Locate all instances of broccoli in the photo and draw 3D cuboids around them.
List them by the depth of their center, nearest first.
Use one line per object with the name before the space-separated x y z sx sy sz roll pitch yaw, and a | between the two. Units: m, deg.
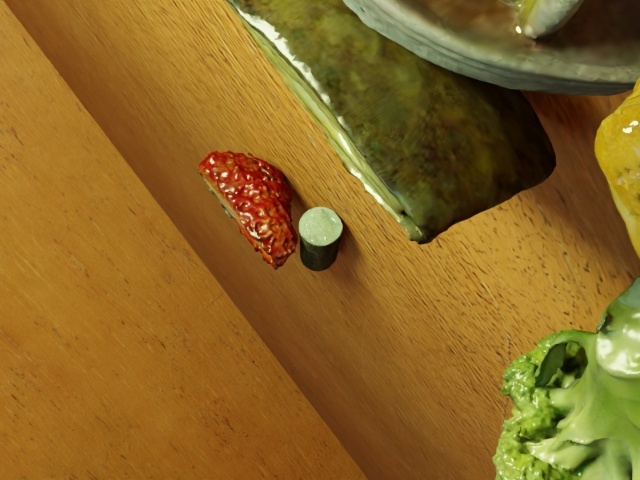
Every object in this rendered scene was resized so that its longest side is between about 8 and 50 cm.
broccoli | 0.242 0.192 0.722 0.302 0.186 0.254 46 -154 -72

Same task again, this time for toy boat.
toy boat | 0.073 -0.187 0.441 0.276 0.111 0.293 30 173 21

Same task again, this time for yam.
yam | 0.000 0.000 1.329 0.068 0.068 0.169 47 169 10

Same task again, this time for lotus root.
lotus root | 0.046 -0.134 0.639 0.314 0.142 0.210 51 -177 20

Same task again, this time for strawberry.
strawberry | -0.088 -0.058 1.324 0.236 0.111 0.190 47 169 45

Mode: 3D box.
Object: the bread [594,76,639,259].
bread | 0.293 0.061 0.440 0.185 0.109 0.380 7 135 57
